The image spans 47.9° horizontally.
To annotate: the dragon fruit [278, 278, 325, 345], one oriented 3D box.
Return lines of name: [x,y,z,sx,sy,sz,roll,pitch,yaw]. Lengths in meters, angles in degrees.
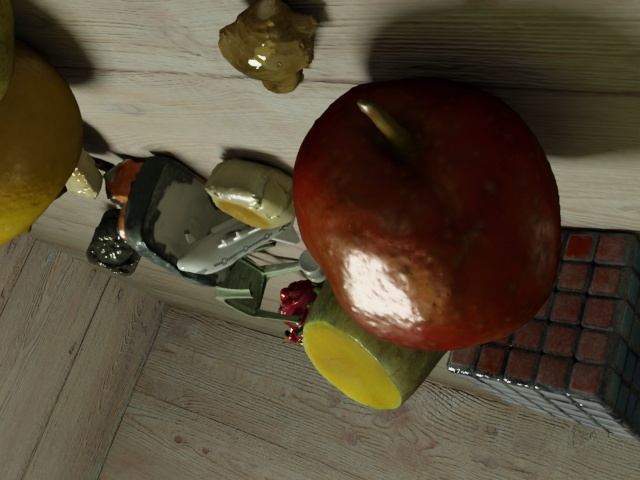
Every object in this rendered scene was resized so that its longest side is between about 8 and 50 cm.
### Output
dragon fruit: [0.027,0.185,1.857,0.272,0.198,0.218,-1,136,-4]

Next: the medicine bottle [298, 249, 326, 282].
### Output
medicine bottle: [-0.014,0.059,1.653,0.058,0.058,0.091,16,166,14]

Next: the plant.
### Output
plant: [-0.555,0.005,2.001,0.141,0.164,0.256,25,-179,-6]

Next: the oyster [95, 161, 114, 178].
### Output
oyster: [-0.495,-0.160,1.551,0.132,0.029,0.086,25,159,-8]

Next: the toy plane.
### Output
toy plane: [-0.156,-0.008,1.367,0.255,0.101,0.251,-19,174,-22]

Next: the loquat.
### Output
loquat: [-0.520,-0.157,1.014,0.328,0.328,0.359,6,147,44]

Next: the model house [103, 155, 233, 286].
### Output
model house: [-0.345,-0.042,1.462,0.300,0.190,0.271,11,164,36]

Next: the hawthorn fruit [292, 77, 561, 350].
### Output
hawthorn fruit: [0.098,-0.043,0.723,0.287,0.287,0.330,12,158,29]

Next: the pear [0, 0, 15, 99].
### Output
pear: [-0.454,-0.247,0.799,0.211,0.229,0.188,30,-143,28]

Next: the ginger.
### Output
ginger: [-0.058,-0.192,0.747,0.096,0.067,0.165,-1,168,-7]

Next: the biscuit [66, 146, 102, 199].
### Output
biscuit: [-0.504,-0.162,1.345,0.179,0.084,0.281,22,161,35]

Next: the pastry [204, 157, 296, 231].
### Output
pastry: [-0.113,-0.079,1.211,0.165,0.088,0.166,18,165,5]

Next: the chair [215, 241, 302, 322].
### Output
chair: [-0.182,0.086,1.791,0.274,0.191,0.203,-2,154,39]

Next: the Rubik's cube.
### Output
Rubik's cube: [0.360,0.131,1.054,0.238,0.237,0.237,7,163,43]

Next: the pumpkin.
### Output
pumpkin: [0.108,0.215,1.574,0.332,0.199,0.332,24,140,21]
